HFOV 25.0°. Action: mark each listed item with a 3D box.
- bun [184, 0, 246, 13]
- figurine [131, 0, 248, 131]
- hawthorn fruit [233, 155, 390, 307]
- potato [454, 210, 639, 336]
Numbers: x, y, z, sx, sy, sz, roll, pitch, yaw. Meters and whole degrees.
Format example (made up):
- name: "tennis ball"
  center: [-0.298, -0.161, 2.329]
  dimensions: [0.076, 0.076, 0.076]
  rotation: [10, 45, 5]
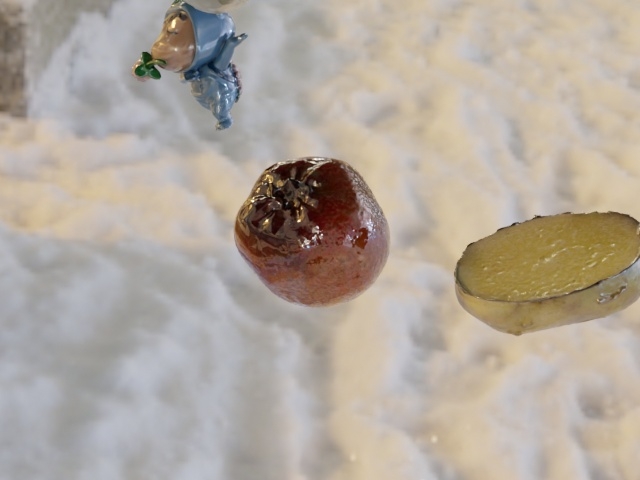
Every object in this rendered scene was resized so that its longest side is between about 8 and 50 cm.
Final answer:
- name: "bun"
  center: [-0.052, -0.327, 1.309]
  dimensions: [0.168, 0.273, 0.273]
  rotation: [47, 27, -2]
- name: "figurine"
  center: [-0.167, -0.226, 1.878]
  dimensions: [0.144, 0.178, 0.114]
  rotation: [-22, 13, -17]
- name: "hawthorn fruit"
  center: [0.000, 0.000, 1.568]
  dimensions: [0.169, 0.188, 0.169]
  rotation: [-15, 51, 19]
- name: "potato"
  center: [0.237, 0.042, 1.460]
  dimensions: [0.200, 0.081, 0.164]
  rotation: [-10, 31, 12]
